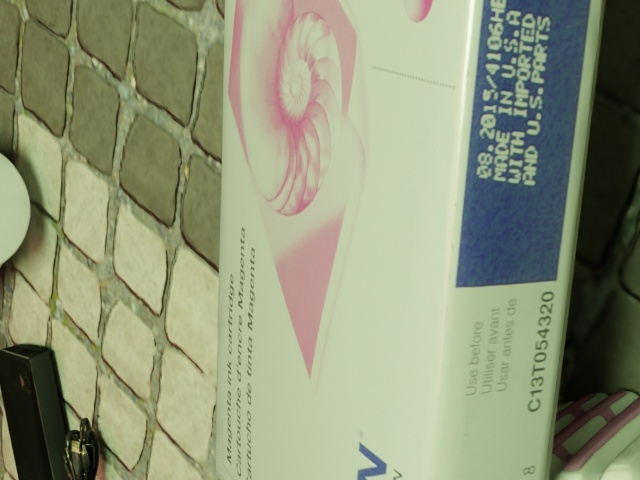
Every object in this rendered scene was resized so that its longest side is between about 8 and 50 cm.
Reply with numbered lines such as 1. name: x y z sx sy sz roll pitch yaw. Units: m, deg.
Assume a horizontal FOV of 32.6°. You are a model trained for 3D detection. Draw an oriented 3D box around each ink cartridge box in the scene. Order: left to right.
1. ink cartridge box: 0.000 0.000 0.538 0.330 0.071 0.324 -150 59 -60

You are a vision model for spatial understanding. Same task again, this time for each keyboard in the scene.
1. keyboard: -0.235 0.254 1.015 0.201 0.033 0.317 2 104 57

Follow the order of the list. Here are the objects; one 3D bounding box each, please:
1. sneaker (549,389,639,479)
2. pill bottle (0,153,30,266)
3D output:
1. sneaker: 0.159 0.126 0.457 0.236 0.095 0.105 -4 106 50
2. pill bottle: -0.374 -0.017 1.000 0.272 0.152 0.152 -7 96 52
